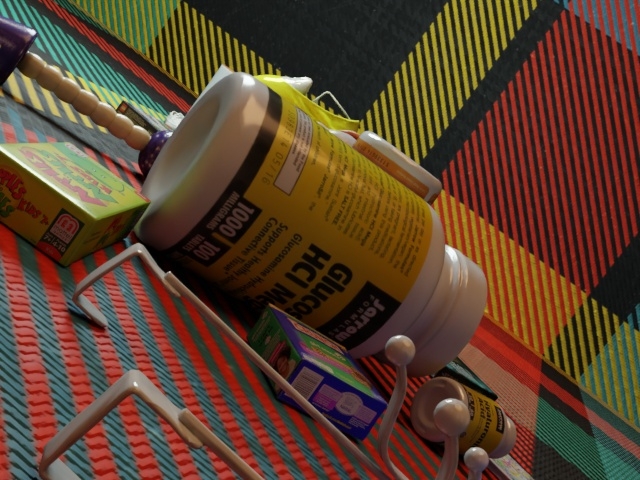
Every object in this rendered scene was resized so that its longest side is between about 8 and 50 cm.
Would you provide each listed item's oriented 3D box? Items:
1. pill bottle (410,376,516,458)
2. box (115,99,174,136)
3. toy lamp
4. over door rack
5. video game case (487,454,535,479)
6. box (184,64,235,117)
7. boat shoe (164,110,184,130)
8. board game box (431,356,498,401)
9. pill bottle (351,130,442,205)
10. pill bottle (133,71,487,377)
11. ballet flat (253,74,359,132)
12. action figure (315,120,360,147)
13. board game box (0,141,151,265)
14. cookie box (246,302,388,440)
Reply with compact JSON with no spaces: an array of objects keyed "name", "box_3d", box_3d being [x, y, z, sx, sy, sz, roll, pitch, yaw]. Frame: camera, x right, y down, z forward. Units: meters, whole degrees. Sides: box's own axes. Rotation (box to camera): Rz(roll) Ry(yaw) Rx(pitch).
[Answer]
[{"name":"pill bottle","box_3d":[0.148,0.183,0.908,0.116,0.065,0.065,31,8,-42]},{"name":"box","box_3d":[-0.226,-0.138,1.400,0.207,0.036,0.114,40,7,35]},{"name":"toy lamp","box_3d":[-0.304,-0.178,1.102,0.275,0.080,0.080,37,5,-20]},{"name":"over door rack","box_3d":[0.016,0.113,0.512,0.324,0.108,0.239,34,6,-17]},{"name":"video game case","box_3d":[0.205,0.250,0.972,0.087,0.011,0.122,31,8,-44]},{"name":"box","box_3d":[-0.132,-0.200,1.777,0.215,0.168,0.345,34,6,-22]},{"name":"boat shoe","box_3d":[-0.292,-0.242,1.828,0.035,0.035,0.100,34,6,-22]},{"name":"board game box","box_3d":[0.166,0.166,1.319,0.126,0.026,0.186,32,8,-32]},{"name":"pill bottle","box_3d":[0.039,-0.015,1.097,0.121,0.216,0.121,36,6,-4]},{"name":"pill bottle","box_3d":[0.000,0.000,0.897,0.334,0.188,0.188,33,7,-22]},{"name":"ballet flat","box_3d":[-0.022,-0.270,1.756,0.231,0.077,0.077,36,7,-4]},{"name":"action figure","box_3d":[0.006,-0.073,1.311,0.341,0.178,0.330,18,-18,14]},{"name":"board game box","box_3d":[-0.202,-0.035,0.718,0.092,0.043,0.181,36,6,-3]},{"name":"cookie box","box_3d":[-0.006,0.107,0.747,0.092,0.040,0.107,32,6,-26]}]
